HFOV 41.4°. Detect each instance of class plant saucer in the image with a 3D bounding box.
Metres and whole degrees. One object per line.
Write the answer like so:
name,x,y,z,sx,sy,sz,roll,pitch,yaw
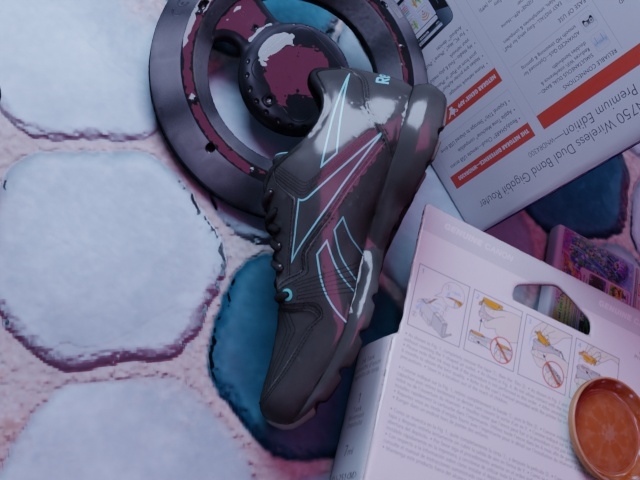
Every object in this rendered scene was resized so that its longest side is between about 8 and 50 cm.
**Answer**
plant saucer,0.224,0.148,0.656,0.083,0.013,0.083,10,66,-24

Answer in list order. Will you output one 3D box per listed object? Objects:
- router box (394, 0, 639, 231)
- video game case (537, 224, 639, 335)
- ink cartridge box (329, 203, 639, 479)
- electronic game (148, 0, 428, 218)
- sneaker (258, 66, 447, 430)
router box,0.165,-0.201,0.652,0.082,0.335,0.301,-26,84,-34
video game case,0.259,0.081,0.771,0.143,0.019,0.157,26,60,-16
ink cartridge box,0.157,0.133,0.670,0.275,0.060,0.239,25,59,-17
electronic game,-0.021,-0.127,0.673,0.229,0.048,0.229,2,82,-17
sneaker,0.000,0.000,0.607,0.106,0.101,0.267,21,79,-4
